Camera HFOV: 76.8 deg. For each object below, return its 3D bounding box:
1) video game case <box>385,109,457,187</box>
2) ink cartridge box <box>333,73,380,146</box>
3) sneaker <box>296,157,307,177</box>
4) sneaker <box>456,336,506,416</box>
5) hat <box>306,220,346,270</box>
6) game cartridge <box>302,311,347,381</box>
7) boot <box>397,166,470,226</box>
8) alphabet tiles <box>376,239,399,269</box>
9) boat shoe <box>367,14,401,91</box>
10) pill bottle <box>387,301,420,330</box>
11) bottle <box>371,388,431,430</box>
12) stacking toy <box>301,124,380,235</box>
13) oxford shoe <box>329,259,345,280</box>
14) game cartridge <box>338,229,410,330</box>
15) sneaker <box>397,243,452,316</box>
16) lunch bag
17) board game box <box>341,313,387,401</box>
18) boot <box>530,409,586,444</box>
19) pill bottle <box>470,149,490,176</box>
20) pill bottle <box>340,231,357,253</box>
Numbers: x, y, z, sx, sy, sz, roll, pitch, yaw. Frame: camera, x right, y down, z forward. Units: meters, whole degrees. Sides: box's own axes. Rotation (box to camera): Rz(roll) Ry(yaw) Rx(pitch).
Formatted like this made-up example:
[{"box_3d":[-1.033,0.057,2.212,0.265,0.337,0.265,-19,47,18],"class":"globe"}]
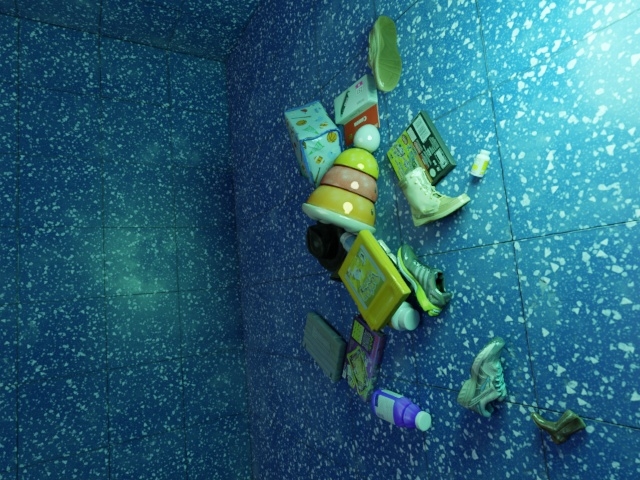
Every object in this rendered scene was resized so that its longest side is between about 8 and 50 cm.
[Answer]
[{"box_3d":[0.383,-0.319,1.579,0.248,0.035,0.275,-51,50,47],"class":"video game case"},{"box_3d":[0.165,-0.604,1.910,0.275,0.060,0.239,-15,77,58],"class":"ink cartridge box"},{"box_3d":[-0.088,-0.504,2.282,0.121,0.108,0.303,4,95,54],"class":"sneaker"},{"box_3d":[0.546,0.438,1.292,0.122,0.110,0.284,29,120,35],"class":"sneaker"},{"box_3d":[0.000,0.000,2.129,0.331,0.133,0.332,5,96,59],"class":"hat"},{"box_3d":[0.018,0.561,2.188,0.355,0.068,0.231,34,116,54],"class":"game cartridge"},{"box_3d":[0.398,-0.175,1.457,0.262,0.095,0.204,-27,86,62],"class":"boot"},{"box_3d":[0.246,0.109,1.711,0.278,0.021,0.284,53,156,16],"class":"alphabet tiles"},{"box_3d":[0.261,-0.766,1.701,0.110,0.121,0.342,-25,59,61],"class":"boat shoe"},{"box_3d":[0.300,0.297,1.652,0.214,0.117,0.118,9,99,58],"class":"pill bottle"},{"box_3d":[0.324,0.694,1.648,0.282,0.092,0.118,-8,84,59],"class":"bottle"},{"box_3d":[0.146,-0.282,1.780,0.350,0.350,0.481,23,95,56],"class":"stacking toy"},{"box_3d":[0.119,0.149,2.006,0.227,0.082,0.096,-33,44,54],"class":"oxford shoe"},{"box_3d":[0.201,0.167,1.626,0.324,0.052,0.286,61,143,34],"class":"game cartridge"},{"box_3d":[0.397,0.128,1.522,0.121,0.111,0.300,-48,55,34],"class":"sneaker"},{"box_3d":[-0.005,-0.429,1.984,0.328,0.238,0.386,-112,6,-46],"class":"lunch bag"},{"box_3d":[0.199,0.548,1.898,0.208,0.056,0.348,39,123,57],"class":"board game box"},{"box_3d":[0.664,0.500,1.132,0.106,0.037,0.114,46,133,32],"class":"boot"},{"box_3d":[0.529,-0.254,1.330,0.043,0.043,0.084,45,127,49],"class":"pill bottle"},{"box_3d":[0.160,0.027,1.906,0.160,0.087,0.087,49,131,47],"class":"pill bottle"}]
